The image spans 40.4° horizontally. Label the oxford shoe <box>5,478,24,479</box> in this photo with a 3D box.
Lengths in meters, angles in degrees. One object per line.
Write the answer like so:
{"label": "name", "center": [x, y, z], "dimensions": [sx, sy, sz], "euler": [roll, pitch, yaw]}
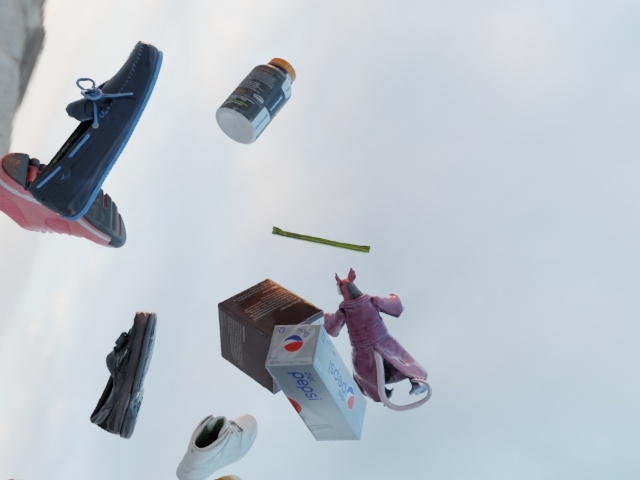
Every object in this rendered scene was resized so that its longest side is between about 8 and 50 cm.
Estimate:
{"label": "oxford shoe", "center": [-0.748, 0.649, 1.771], "dimensions": [0.397, 0.140, 0.147], "euler": [-41, -153, -21]}

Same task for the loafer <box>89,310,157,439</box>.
{"label": "loafer", "center": [-0.385, 0.261, 1.683], "dimensions": [0.109, 0.095, 0.302], "euler": [-85, -170, -60]}

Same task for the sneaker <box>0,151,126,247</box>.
{"label": "sneaker", "center": [-0.547, -0.064, 1.795], "dimensions": [0.136, 0.314, 0.115], "euler": [-36, -140, 28]}

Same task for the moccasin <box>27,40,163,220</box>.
{"label": "moccasin", "center": [-0.388, -0.202, 1.501], "dimensions": [0.341, 0.117, 0.138], "euler": [-64, -158, -6]}

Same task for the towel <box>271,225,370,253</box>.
{"label": "towel", "center": [0.000, 0.000, 2.087], "dimensions": [0.102, 0.237, 0.021], "euler": [155, -54, -88]}

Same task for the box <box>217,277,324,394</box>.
{"label": "box", "center": [-0.119, 0.225, 2.084], "dimensions": [0.203, 0.169, 0.166], "euler": [29, -49, 38]}

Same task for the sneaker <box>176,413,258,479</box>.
{"label": "sneaker", "center": [-0.249, 0.518, 2.314], "dimensions": [0.108, 0.293, 0.169], "euler": [36, -52, 17]}

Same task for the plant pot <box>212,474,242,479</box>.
{"label": "plant pot", "center": [-0.205, 0.681, 2.003], "dimensions": [0.188, 0.205, 0.205], "euler": [39, -71, 34]}

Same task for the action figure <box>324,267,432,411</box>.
{"label": "action figure", "center": [0.112, 0.251, 2.240], "dimensions": [0.248, 0.370, 0.275], "euler": [-24, -170, 6]}

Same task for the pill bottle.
{"label": "pill bottle", "center": [-0.162, -0.381, 2.317], "dimensions": [0.130, 0.130, 0.245], "euler": [-17, -147, 55]}

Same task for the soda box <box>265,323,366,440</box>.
{"label": "soda box", "center": [-0.003, 0.273, 1.638], "dimensions": [0.098, 0.286, 0.091], "euler": [-5, -131, 20]}
